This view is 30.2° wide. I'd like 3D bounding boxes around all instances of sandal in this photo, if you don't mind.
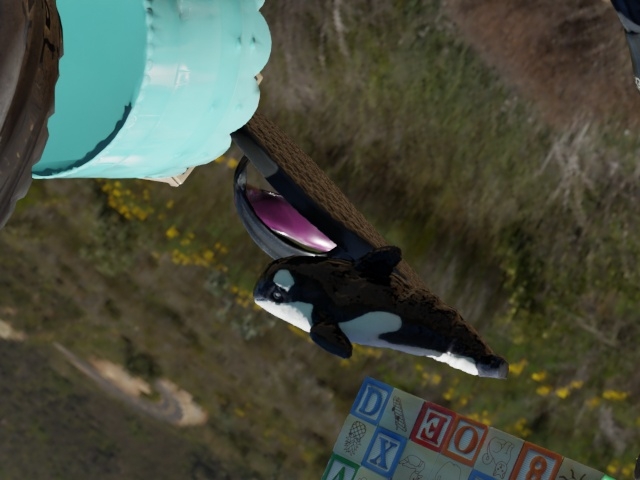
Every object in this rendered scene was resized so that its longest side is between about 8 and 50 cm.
[{"bbox_3d":[0.001,0.002,1.417,0.446,0.107,0.167,46,-171,-31],"label":"sandal"}]

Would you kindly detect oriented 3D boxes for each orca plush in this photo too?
[{"bbox_3d":[0.069,0.061,1.249,0.287,0.151,0.102,25,117,28],"label":"orca plush"}]

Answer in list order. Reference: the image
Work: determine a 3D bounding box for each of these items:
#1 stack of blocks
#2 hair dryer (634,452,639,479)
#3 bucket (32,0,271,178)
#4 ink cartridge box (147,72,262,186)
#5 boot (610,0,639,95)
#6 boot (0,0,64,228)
[{"bbox_3d":[0.134,0.258,1.120,0.297,0.171,0.087,17,170,47],"label":"stack of blocks"},{"bbox_3d":[0.436,0.121,1.184,0.223,0.294,0.080,5,174,19],"label":"hair dryer"},{"bbox_3d":[-0.200,-0.182,1.050,0.281,0.183,0.281,4,100,26],"label":"bucket"},{"bbox_3d":[-0.218,-0.179,1.569,0.234,0.193,0.088,10,148,48],"label":"ink cartridge box"},{"bbox_3d":[0.460,-0.372,1.269,0.146,0.367,0.445,-116,0,-64],"label":"boot"},{"bbox_3d":[-0.186,-0.027,0.220,0.118,0.338,0.223,12,144,23],"label":"boot"}]
